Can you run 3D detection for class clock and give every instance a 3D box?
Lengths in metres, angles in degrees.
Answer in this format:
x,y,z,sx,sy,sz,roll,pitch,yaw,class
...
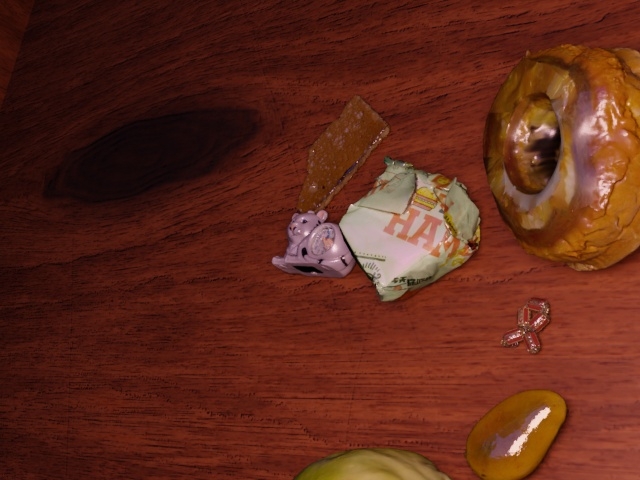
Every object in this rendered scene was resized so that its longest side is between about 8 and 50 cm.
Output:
x,y,z,sx,sy,sz,roll,pitch,yaw,class
0.000,0.000,1.613,0.176,0.080,0.117,2,69,44,clock

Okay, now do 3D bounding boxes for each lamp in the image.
x,y,z,sx,sy,sz,roll,pitch,yaw,class
0.306,0.122,1.317,0.063,0.031,0.083,12,74,43,lamp

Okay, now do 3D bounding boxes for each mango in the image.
x,y,z,sx,sy,sz,roll,pitch,yaw,class
0.273,0.267,1.239,0.161,0.076,0.103,-45,42,10,mango

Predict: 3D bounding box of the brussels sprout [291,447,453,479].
x,y,z,sx,sy,sz,roll,pitch,yaw,class
0.088,0.426,1.196,0.268,0.344,0.344,-38,36,-30,brussels sprout

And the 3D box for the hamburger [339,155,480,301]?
x,y,z,sx,sy,sz,roll,pitch,yaw,class
0.147,-0.032,1.471,0.214,0.125,0.235,-37,52,14,hamburger

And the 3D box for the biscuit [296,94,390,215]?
x,y,z,sx,sy,sz,roll,pitch,yaw,class
0.027,-0.156,1.707,0.237,0.026,0.131,-49,44,12,biscuit

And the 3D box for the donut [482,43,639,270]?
x,y,z,sx,sy,sz,roll,pitch,yaw,class
0.346,-0.127,1.260,0.330,0.160,0.330,-31,53,54,donut
